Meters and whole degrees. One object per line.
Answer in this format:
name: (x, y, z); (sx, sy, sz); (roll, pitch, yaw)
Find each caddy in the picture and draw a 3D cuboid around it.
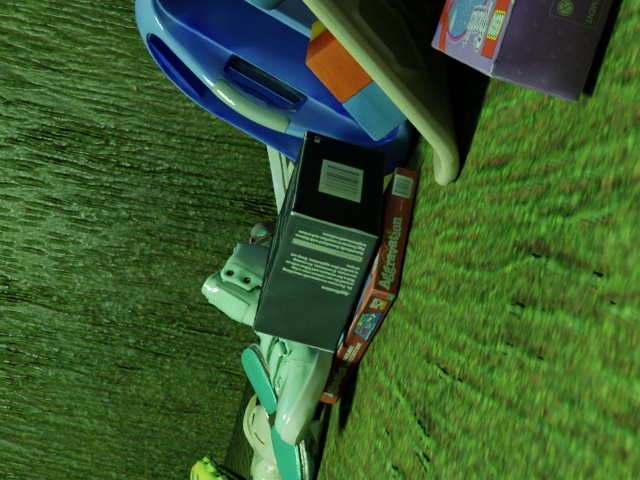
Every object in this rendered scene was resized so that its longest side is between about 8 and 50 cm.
caddy: (-0.038, -0.200, 1.412); (0.179, 0.341, 0.241); (-58, -5, -28)

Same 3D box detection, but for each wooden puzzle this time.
wooden puzzle: (0.004, -0.235, 1.133); (0.081, 0.348, 0.322); (-31, 23, 20)

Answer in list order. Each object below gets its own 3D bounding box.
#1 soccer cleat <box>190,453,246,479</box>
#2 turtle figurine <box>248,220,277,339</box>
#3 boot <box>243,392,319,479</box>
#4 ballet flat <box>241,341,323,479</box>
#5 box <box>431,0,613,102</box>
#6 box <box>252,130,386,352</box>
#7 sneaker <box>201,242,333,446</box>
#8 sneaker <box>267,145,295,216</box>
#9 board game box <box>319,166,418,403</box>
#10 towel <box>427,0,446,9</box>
soccer cleat: (-0.121, 0.355, 1.579); (0.121, 0.093, 0.289); (-56, 23, 1)
turtle figurine: (-0.048, 0.040, 1.602); (0.175, 0.118, 0.234); (-52, 17, -4)
boot: (-0.044, 0.204, 1.646); (0.213, 0.077, 0.165); (-98, 22, -65)
ballet flat: (-0.031, 0.201, 1.486); (0.070, 0.070, 0.188); (118, 135, -70)
box: (0.142, -0.205, 0.832); (0.293, 0.057, 0.200); (-97, 24, -78)
box: (0.000, 0.000, 1.323); (0.156, 0.093, 0.158); (-81, 9, -54)
sneaker: (-0.064, 0.107, 1.396); (0.255, 0.151, 0.094); (-83, 10, -48)
sneaker: (-0.016, -0.102, 2.114); (0.126, 0.128, 0.321); (-61, -38, -85)
board game box: (0.045, 0.055, 1.362); (0.281, 0.027, 0.145); (112, 172, -59)
towel: (0.112, -0.397, 1.247); (0.227, 0.076, 0.308); (74, -159, -45)
